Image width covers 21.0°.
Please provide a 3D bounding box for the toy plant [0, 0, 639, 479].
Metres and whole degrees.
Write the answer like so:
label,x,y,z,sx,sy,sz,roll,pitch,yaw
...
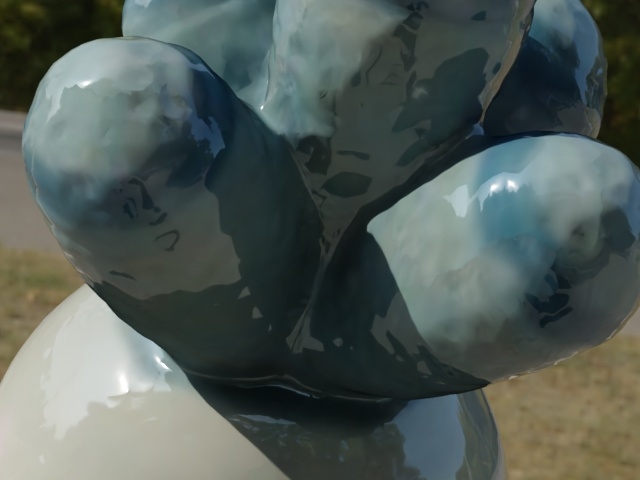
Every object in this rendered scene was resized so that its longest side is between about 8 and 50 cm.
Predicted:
label,x,y,z,sx,sy,sz,roll,pitch,yaw
toy plant,0.000,0.000,0.654,0.247,0.332,0.247,10,35,-7
